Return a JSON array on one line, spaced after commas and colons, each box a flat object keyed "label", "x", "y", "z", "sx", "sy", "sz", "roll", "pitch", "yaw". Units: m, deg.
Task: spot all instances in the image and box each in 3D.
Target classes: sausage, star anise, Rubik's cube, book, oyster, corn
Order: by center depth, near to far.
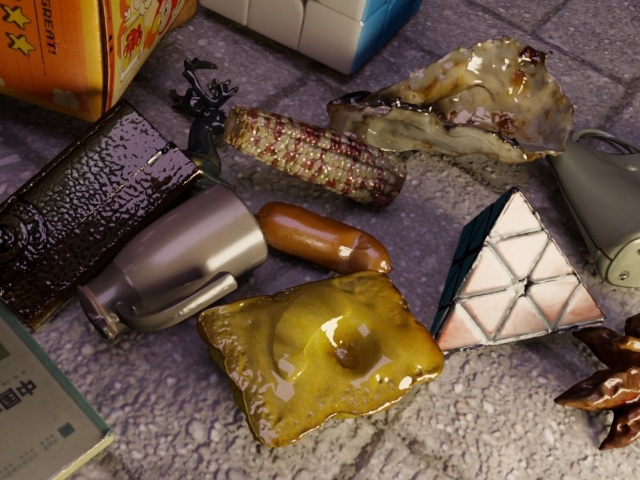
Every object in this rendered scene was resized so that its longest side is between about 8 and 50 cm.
[{"label": "book", "x": -0.360, "y": 0.150, "z": 0.619, "sx": 0.282, "sy": 0.025, "sz": 0.215, "roll": 38, "pitch": 53, "yaw": 20}, {"label": "star anise", "x": 0.368, "y": 0.153, "z": 0.721, "sx": 0.212, "sy": 0.111, "sz": 0.196, "roll": -28, "pitch": 69, "yaw": -37}, {"label": "sausage", "x": 0.000, "y": 0.000, "z": 0.794, "sx": 0.183, "sy": 0.054, "sz": 0.062, "roll": 18, "pitch": 83, "yaw": 1}, {"label": "Rubik's cube", "x": 0.225, "y": 0.034, "z": 0.801, "sx": 0.190, "sy": 0.211, "sz": 0.178, "roll": 23, "pitch": 22, "yaw": -14}, {"label": "corn", "x": -0.006, "y": -0.105, "z": 0.835, "sx": 0.237, "sy": 0.079, "sz": 0.080, "roll": 17, "pitch": 49, "yaw": -18}, {"label": "oyster", "x": 0.178, "y": -0.171, "z": 0.916, "sx": 0.336, "sy": 0.133, "sz": 0.198, "roll": -7, "pitch": 54, "yaw": -13}, {"label": "Rubik's cube", "x": 0.017, "y": -0.483, "z": 1.022, "sx": 0.291, "sy": 0.290, "sz": 0.292, "roll": 28, "pitch": 49, "yaw": 12}]

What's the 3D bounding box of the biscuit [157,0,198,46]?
[{"label": "biscuit", "x": -0.375, "y": -0.428, "z": 1.053, "sx": 0.364, "sy": 0.062, "sz": 0.385, "roll": 4, "pitch": 51, "yaw": -9}]

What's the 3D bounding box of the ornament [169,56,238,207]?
[{"label": "ornament", "x": -0.199, "y": -0.148, "z": 0.857, "sx": 0.202, "sy": 0.080, "sz": 0.236, "roll": 8, "pitch": 53, "yaw": -9}]

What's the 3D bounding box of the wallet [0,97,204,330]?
[{"label": "wallet", "x": -0.258, "y": -0.035, "z": 0.720, "sx": 0.133, "sy": 0.039, "sz": 0.243, "roll": 44, "pitch": 77, "yaw": 6}]

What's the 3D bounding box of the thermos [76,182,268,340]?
[{"label": "thermos", "x": -0.151, "y": 0.034, "z": 0.695, "sx": 0.193, "sy": 0.105, "sz": 0.137, "roll": -33, "pitch": 39, "yaw": -27}]

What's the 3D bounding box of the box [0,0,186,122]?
[{"label": "box", "x": -0.293, "y": -0.340, "z": 0.802, "sx": 0.213, "sy": 0.260, "sz": 0.284, "roll": 19, "pitch": 50, "yaw": -3}]

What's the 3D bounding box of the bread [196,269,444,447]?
[{"label": "bread", "x": 0.003, "y": 0.117, "z": 0.683, "sx": 0.233, "sy": 0.088, "sz": 0.161, "roll": -15, "pitch": 61, "yaw": -25}]

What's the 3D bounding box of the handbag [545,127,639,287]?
[{"label": "handbag", "x": 0.435, "y": -0.078, "z": 0.915, "sx": 0.241, "sy": 0.109, "sz": 0.315, "roll": 5, "pitch": 47, "yaw": -8}]
